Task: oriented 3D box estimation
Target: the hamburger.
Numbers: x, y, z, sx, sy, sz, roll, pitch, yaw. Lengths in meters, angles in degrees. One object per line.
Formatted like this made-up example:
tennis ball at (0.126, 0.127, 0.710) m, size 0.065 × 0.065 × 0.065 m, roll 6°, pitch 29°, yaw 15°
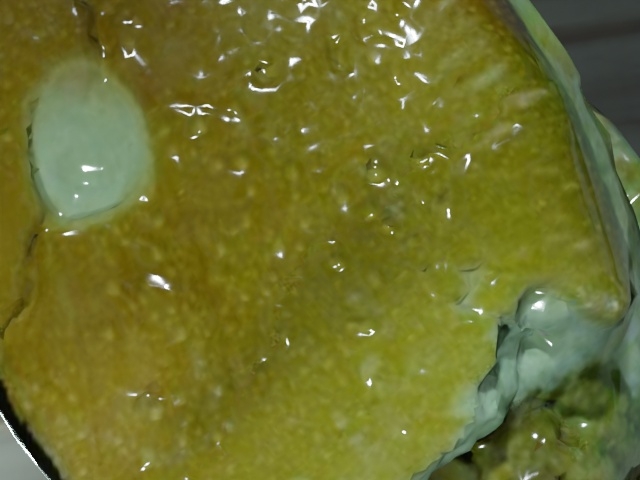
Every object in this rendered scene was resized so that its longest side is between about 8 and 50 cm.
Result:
hamburger at (0.000, 0.000, 0.457) m, size 0.288 × 0.192 × 0.167 m, roll 56°, pitch 177°, yaw 9°
